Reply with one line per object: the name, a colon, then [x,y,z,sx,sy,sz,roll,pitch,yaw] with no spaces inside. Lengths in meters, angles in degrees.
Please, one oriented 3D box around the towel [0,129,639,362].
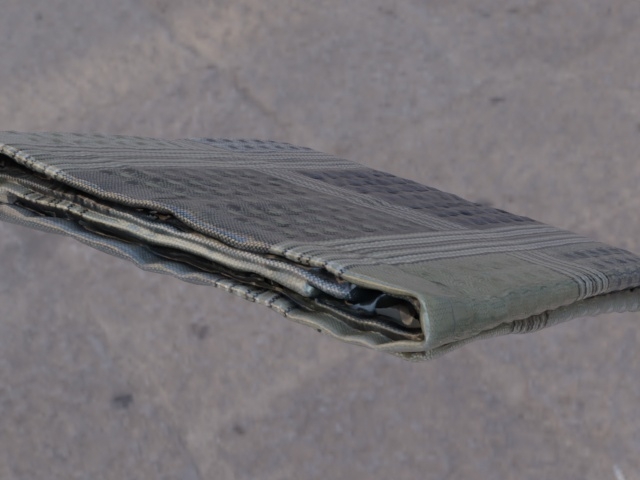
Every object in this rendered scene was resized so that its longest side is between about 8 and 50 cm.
towel: [0.000,0.000,0.768,0.312,0.056,0.324,20,12,31]
